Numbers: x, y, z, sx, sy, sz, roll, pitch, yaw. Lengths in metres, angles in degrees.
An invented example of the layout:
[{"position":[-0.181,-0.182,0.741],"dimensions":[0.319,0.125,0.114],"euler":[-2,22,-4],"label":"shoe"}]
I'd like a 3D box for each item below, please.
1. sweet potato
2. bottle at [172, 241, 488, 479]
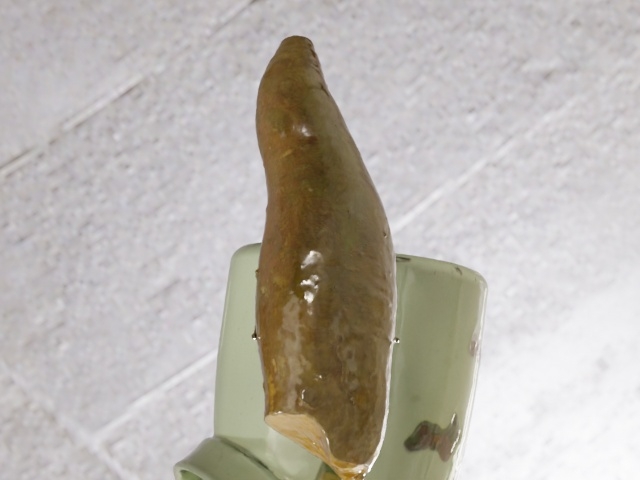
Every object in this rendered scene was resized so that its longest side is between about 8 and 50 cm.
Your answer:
[{"position":[0.000,0.000,0.845],"dimensions":[0.077,0.244,0.077],"euler":[-3,164,-1],"label":"sweet potato"},{"position":[0.000,0.185,1.283],"dimensions":[0.229,0.229,0.352],"euler":[17,80,-51],"label":"bottle"}]
